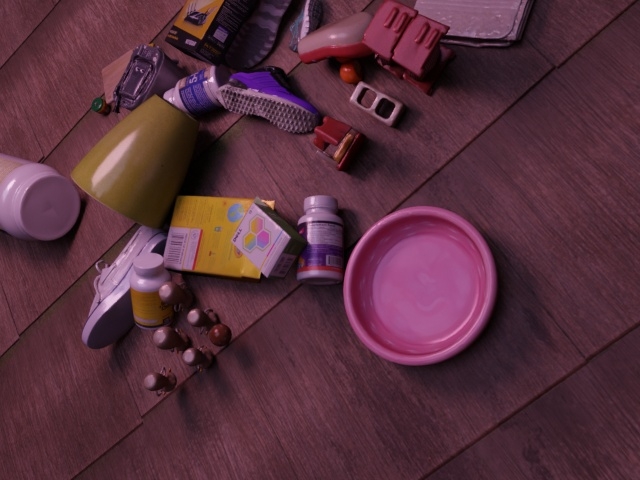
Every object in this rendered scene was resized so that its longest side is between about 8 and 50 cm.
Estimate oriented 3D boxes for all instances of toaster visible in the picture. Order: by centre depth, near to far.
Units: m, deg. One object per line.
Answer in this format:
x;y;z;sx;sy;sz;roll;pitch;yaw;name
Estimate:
-0.484;-0.432;1.875;0.129;0.146;0.227;25;89;33;toaster

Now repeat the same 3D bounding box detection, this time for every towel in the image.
0.343;-0.538;1.489;0.282;0.049;0.187;19;85;33;towel

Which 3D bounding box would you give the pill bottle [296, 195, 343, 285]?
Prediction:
0.000;0.000;1.502;0.108;0.108;0.193;-8;73;28;pill bottle

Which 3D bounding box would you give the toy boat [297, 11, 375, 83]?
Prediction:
0.060;-0.450;1.581;0.151;0.151;0.231;-36;22;-25;toy boat

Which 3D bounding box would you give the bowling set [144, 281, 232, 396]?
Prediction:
-0.303;0.250;1.611;0.200;0.154;0.287;7;78;12;bowling set

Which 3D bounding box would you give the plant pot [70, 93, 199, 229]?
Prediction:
-0.456;-0.226;1.726;0.275;0.275;0.293;38;97;32;plant pot

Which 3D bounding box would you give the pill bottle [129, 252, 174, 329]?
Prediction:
-0.430;0.129;1.670;0.103;0.103;0.184;25;127;32;pill bottle

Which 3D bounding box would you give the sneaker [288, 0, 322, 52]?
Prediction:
-0.047;-0.566;1.713;0.076;0.065;0.166;4;77;35;sneaker

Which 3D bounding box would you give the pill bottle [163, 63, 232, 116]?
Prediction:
-0.333;-0.403;1.801;0.187;0.112;0.112;-16;69;25;pill bottle

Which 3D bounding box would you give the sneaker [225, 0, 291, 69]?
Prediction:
-0.162;-0.591;1.784;0.281;0.105;0.115;-54;24;12;sneaker

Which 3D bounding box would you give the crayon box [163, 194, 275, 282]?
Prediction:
-0.243;-0.004;1.659;0.319;0.081;0.202;5;79;32;crayon box

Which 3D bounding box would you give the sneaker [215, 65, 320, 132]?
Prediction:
-0.114;-0.381;1.677;0.293;0.102;0.146;22;63;21;sneaker

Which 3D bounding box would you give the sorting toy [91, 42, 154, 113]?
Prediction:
-0.596;-0.501;2.018;0.275;0.046;0.132;-25;65;22;sorting toy

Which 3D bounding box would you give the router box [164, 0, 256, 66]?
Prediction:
-0.298;-0.616;1.791;0.243;0.081;0.309;-59;34;4;router box

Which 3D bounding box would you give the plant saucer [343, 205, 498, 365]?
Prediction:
0.210;0.096;1.370;0.332;0.084;0.332;-8;73;27;plant saucer

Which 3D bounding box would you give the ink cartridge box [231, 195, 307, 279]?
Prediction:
-0.134;-0.013;1.499;0.209;0.062;0.109;42;107;36;ink cartridge box

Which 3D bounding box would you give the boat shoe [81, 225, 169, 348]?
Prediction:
-0.546;0.109;1.772;0.156;0.136;0.367;33;91;32;boat shoe

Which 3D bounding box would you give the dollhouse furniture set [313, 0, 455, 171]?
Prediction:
0.132;-0.314;1.451;0.152;0.201;0.374;33;101;12;dollhouse furniture set

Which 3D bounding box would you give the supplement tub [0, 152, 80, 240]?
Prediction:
-0.913;-0.130;1.988;0.325;0.235;0.235;15;85;32;supplement tub
